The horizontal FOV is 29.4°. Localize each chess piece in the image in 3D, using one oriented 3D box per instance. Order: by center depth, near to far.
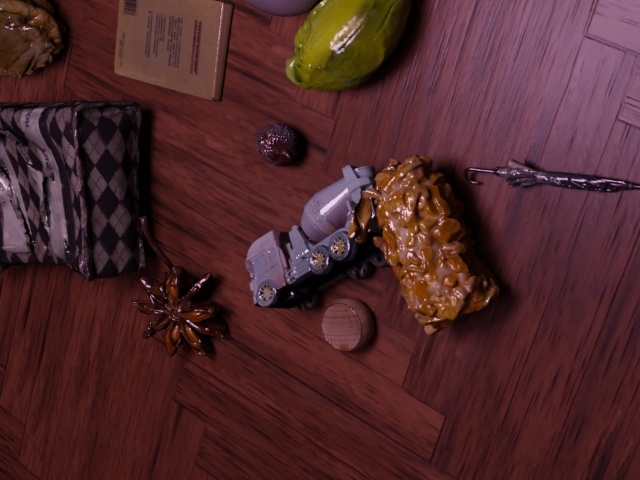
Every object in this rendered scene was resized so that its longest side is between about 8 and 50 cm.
[{"bbox_3d":[0.042,0.128,1.845,0.083,0.038,0.084,6,102,34],"label":"chess piece"}]

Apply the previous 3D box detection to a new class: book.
[{"bbox_3d":[-0.244,-0.330,1.996,0.230,0.026,0.161,19,109,34],"label":"book"}]

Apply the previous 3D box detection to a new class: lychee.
[{"bbox_3d":[-0.065,-0.145,1.862,0.083,0.068,0.067,51,144,38],"label":"lychee"}]

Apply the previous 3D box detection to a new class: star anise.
[{"bbox_3d":[-0.227,0.086,2.005,0.177,0.073,0.234,18,122,16],"label":"star anise"}]

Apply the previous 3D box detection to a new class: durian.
[{"bbox_3d":[0.040,-0.290,1.745,0.250,0.101,0.139,-46,36,32],"label":"durian"}]

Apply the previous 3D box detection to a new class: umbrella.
[{"bbox_3d":[0.304,-0.085,1.612,0.269,0.044,0.044,5,128,35],"label":"umbrella"}]

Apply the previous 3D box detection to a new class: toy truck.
[{"bbox_3d":[0.000,0.000,1.819,0.256,0.108,0.140,-32,65,34],"label":"toy truck"}]

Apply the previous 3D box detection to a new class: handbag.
[{"bbox_3d":[-0.475,-0.085,2.125,0.416,0.180,0.317,6,104,43],"label":"handbag"}]

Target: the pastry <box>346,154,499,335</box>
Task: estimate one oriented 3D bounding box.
[{"bbox_3d":[0.137,0.001,1.696,0.154,0.102,0.250,-29,86,18],"label":"pastry"}]

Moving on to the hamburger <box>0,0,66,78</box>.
[{"bbox_3d":[-0.556,-0.381,2.129,0.183,0.206,0.130,-32,41,35],"label":"hamburger"}]

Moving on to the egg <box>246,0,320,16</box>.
[{"bbox_3d":[-0.071,-0.414,1.773,0.199,0.146,0.146,45,121,15],"label":"egg"}]
